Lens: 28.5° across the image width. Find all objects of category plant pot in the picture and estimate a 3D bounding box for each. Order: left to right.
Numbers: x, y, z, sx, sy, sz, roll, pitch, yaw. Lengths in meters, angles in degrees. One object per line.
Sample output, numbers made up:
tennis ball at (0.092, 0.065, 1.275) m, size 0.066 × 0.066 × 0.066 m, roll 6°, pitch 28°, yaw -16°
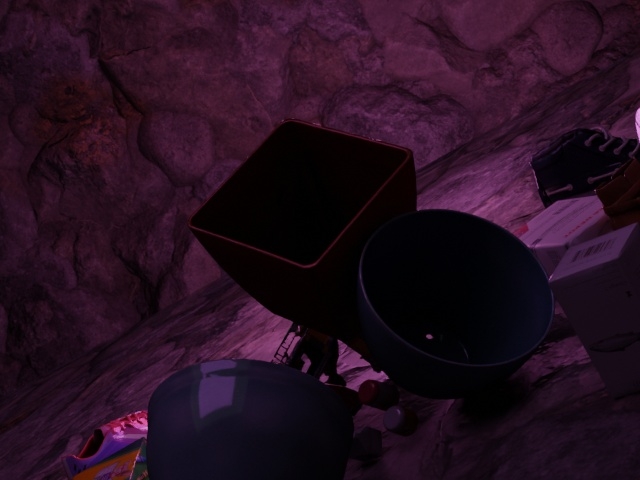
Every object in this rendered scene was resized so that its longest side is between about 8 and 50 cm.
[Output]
plant pot at (-0.104, 0.327, 1.706) m, size 0.293 × 0.293 × 0.196 m, roll -26°, pitch 38°, yaw 28°
plant pot at (0.000, 0.000, 1.988) m, size 0.267 × 0.236 × 0.267 m, roll 19°, pitch 56°, yaw 37°
plant pot at (0.181, 0.124, 1.881) m, size 0.290 × 0.290 × 0.195 m, roll -39°, pitch -23°, yaw -36°

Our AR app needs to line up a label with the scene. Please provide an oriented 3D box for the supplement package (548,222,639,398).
supplement package at (0.384, 0.089, 1.586) m, size 0.105 × 0.179 × 0.105 m, roll -24°, pitch 12°, yaw 35°

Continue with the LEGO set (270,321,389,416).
LEGO set at (0.028, 0.224, 2.126) m, size 0.255 × 0.192 × 0.331 m, roll -47°, pitch 10°, yaw 46°

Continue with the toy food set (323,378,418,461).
toy food set at (0.023, 0.266, 1.869) m, size 0.232 × 0.104 × 0.111 m, roll -23°, pitch 57°, yaw 38°

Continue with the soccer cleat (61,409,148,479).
soccer cleat at (-0.392, 0.400, 2.543) m, size 0.108 × 0.116 × 0.318 m, roll -22°, pitch 14°, yaw 41°

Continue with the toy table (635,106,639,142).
toy table at (0.596, -0.112, 1.849) m, size 0.160 × 0.274 × 0.252 m, roll -22°, pitch -24°, yaw -3°

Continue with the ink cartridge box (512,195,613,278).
ink cartridge box at (0.424, 0.006, 2.093) m, size 0.172 × 0.100 × 0.237 m, roll -35°, pitch 10°, yaw -20°

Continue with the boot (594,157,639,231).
boot at (0.530, -0.067, 1.970) m, size 0.197 × 0.152 × 0.073 m, roll -36°, pitch 3°, yaw -27°

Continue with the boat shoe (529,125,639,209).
boat shoe at (0.551, -0.156, 2.337) m, size 0.340 × 0.158 × 0.127 m, roll -28°, pitch 10°, yaw 18°

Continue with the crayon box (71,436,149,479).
crayon box at (-0.383, 0.471, 2.275) m, size 0.165 × 0.081 × 0.278 m, roll -30°, pitch 10°, yaw 4°
